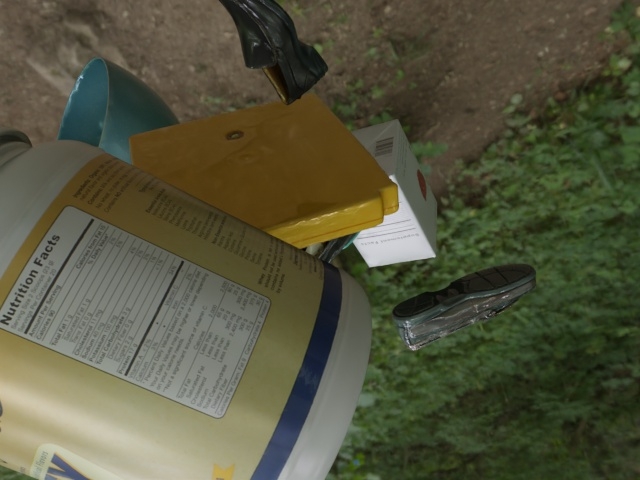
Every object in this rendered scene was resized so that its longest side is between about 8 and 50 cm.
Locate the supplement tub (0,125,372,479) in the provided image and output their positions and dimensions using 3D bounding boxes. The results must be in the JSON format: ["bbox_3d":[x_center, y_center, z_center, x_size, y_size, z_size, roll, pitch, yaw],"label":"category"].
[{"bbox_3d":[-0.146,0.066,0.430,0.316,0.228,0.228,27,166,-10],"label":"supplement tub"}]

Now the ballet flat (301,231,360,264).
[{"bbox_3d":[0.000,0.000,1.044,0.096,0.280,0.095,32,-177,-31],"label":"ballet flat"}]

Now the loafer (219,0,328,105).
[{"bbox_3d":[-0.056,-0.203,0.596,0.061,0.062,0.170,-55,139,1],"label":"loafer"}]

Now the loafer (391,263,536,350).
[{"bbox_3d":[0.263,0.120,1.043,0.267,0.084,0.096,-19,-161,0],"label":"loafer"}]

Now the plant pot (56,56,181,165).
[{"bbox_3d":[-0.383,-0.187,1.142,0.195,0.290,0.290,14,157,-39],"label":"plant pot"}]

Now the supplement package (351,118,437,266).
[{"bbox_3d":[0.145,-0.100,1.333,0.175,0.177,0.293,-11,139,25],"label":"supplement package"}]

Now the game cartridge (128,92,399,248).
[{"bbox_3d":[-0.089,-0.083,0.729,0.285,0.052,0.323,-16,-142,-10],"label":"game cartridge"}]
